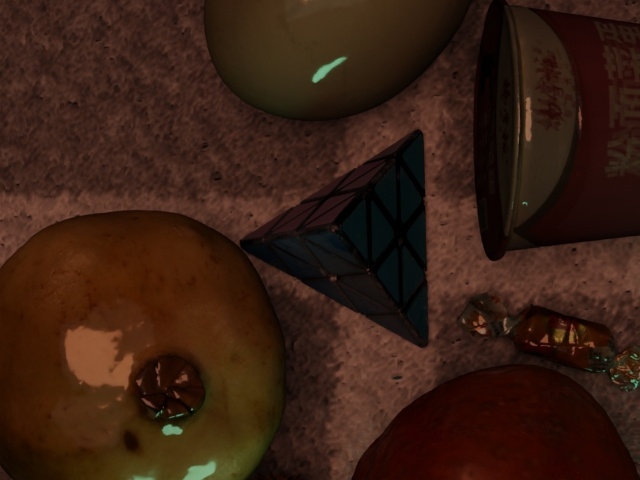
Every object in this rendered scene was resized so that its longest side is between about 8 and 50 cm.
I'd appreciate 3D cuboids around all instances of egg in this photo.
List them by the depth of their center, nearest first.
[{"bbox_3d":[0.017,-0.229,1.188,0.269,0.219,0.219,-44,81,-1],"label":"egg"}]

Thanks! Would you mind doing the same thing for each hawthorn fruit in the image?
[{"bbox_3d":[0.152,0.252,1.120,0.284,0.284,0.284,-1,86,9],"label":"hawthorn fruit"}]

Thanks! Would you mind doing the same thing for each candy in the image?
[{"bbox_3d":[0.219,0.092,1.221,0.182,0.046,0.053,18,91,7],"label":"candy"}]

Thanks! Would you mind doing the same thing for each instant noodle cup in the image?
[{"bbox_3d":[0.236,-0.099,1.151,0.178,0.235,0.234,-1,86,-1],"label":"instant noodle cup"}]

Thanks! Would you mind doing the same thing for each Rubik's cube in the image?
[{"bbox_3d":[0.000,0.000,1.198,0.190,0.178,0.211,-6,84,11],"label":"Rubik's cube"}]

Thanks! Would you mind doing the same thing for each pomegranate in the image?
[{"bbox_3d":[-0.177,0.116,1.174,0.307,0.307,0.307,-1,86,9],"label":"pomegranate"}]

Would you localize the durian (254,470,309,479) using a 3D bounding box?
[{"bbox_3d":[-0.030,0.288,1.191,0.137,0.168,0.158,-35,60,29],"label":"durian"}]
